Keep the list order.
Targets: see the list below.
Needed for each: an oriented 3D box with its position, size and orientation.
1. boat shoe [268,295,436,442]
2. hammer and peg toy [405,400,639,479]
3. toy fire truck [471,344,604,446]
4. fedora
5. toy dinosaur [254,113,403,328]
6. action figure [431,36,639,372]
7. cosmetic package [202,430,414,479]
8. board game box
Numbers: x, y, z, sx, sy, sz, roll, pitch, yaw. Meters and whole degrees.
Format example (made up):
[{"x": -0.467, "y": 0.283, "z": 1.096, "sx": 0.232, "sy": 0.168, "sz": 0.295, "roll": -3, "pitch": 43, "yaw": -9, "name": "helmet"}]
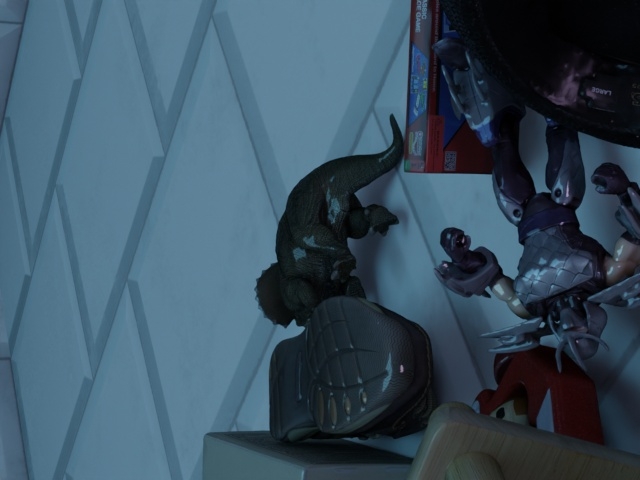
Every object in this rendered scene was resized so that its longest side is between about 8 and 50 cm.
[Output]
[{"x": 0.049, "y": 0.129, "z": 1.451, "sx": 0.355, "sy": 0.130, "sz": 0.132, "roll": 153, "pitch": 120, "yaw": -71, "name": "boat shoe"}, {"x": 0.141, "y": 0.299, "z": 1.024, "sx": 0.127, "sy": 0.266, "sz": 0.361, "roll": -103, "pitch": 30, "yaw": -67, "name": "hammer and peg toy"}, {"x": 0.143, "y": 0.212, "z": 1.208, "sx": 0.254, "sy": 0.169, "sz": 0.302, "roll": -88, "pitch": 15, "yaw": -53, "name": "toy fire truck"}, {"x": 0.232, "y": -0.203, "z": 0.936, "sx": 0.334, "sy": 0.334, "sz": 0.152, "roll": -47, "pitch": 16, "yaw": 58, "name": "fedora"}, {"x": 0.000, "y": 0.000, "z": 1.582, "sx": 0.160, "sy": 0.121, "sz": 0.313, "roll": 42, "pitch": 133, "yaw": 44, "name": "toy dinosaur"}, {"x": 0.170, "y": -0.030, "z": 1.153, "sx": 0.185, "sy": 0.099, "sz": 0.285, "roll": -19, "pitch": 64, "yaw": 22, "name": "action figure"}, {"x": -0.009, "y": 0.278, "z": 1.548, "sx": 0.296, "sy": 0.153, "sz": 0.129, "roll": 180, "pitch": 92, "yaw": -68, "name": "cosmetic package"}, {"x": 0.128, "y": -0.197, "z": 1.264, "sx": 0.027, "sy": 0.145, "sz": 0.281, "roll": 5, "pitch": 94, "yaw": 38, "name": "board game box"}]
